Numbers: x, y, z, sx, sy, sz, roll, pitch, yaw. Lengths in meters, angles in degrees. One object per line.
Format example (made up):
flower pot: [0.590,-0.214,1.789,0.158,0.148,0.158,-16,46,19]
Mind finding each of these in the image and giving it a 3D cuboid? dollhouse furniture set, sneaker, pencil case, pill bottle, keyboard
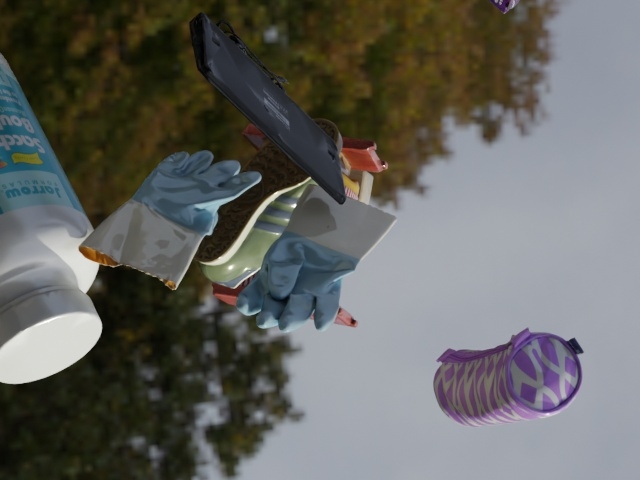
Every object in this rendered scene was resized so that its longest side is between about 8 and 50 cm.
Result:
dollhouse furniture set: [0.000,0.000,2.089,0.374,0.152,0.201,39,61,-77]
sneaker: [-0.048,-0.031,1.722,0.064,0.192,0.086,36,-17,30]
pencil case: [0.182,0.139,1.752,0.088,0.086,0.206,48,-21,-4]
pill bottle: [-0.264,-0.021,1.372,0.264,0.146,0.146,59,-34,24]
keyboard: [-0.050,-0.105,1.429,0.038,0.192,0.100,-29,-139,21]

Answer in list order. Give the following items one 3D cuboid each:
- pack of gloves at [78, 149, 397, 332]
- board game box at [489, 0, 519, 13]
pack of gloves: [-0.063,0.009,1.406,0.232,0.195,0.046,-55,166,-59]
board game box: [0.207,-0.316,1.209,0.056,0.208,0.347,37,-21,11]
